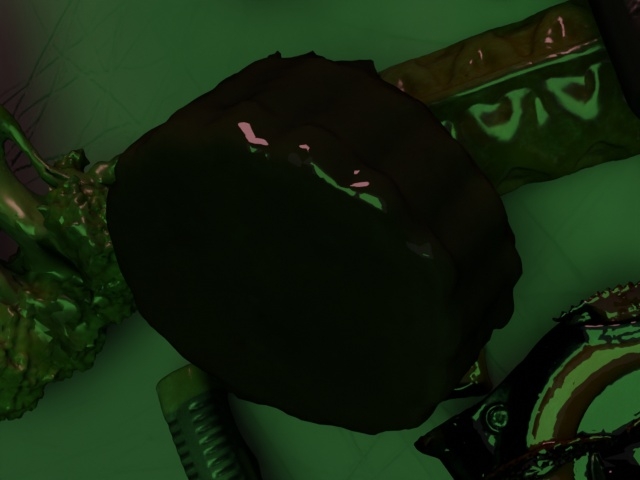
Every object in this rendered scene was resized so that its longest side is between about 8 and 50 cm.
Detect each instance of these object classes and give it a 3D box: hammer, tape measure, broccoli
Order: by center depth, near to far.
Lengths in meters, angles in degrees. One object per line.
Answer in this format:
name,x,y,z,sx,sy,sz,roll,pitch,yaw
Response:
tape measure,0.195,0.131,0.710,0.223,0.135,0.202,-36,77,8
broccoli,-0.228,0.000,0.754,0.254,0.186,0.302,26,117,-5
hammer,-0.044,0.183,0.778,0.041,0.159,0.226,-29,75,12

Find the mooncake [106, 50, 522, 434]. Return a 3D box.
mooncake,0.000,0.000,0.693,0.228,0.124,0.228,21,137,21

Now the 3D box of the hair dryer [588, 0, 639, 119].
hair dryer,0.173,-0.152,0.660,0.197,0.089,0.251,-12,48,12

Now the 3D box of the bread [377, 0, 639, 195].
bread,0.163,-0.094,0.724,0.269,0.098,0.087,-17,133,14

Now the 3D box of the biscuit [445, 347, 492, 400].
biscuit,0.065,0.067,0.795,0.083,0.018,0.081,-13,91,13
